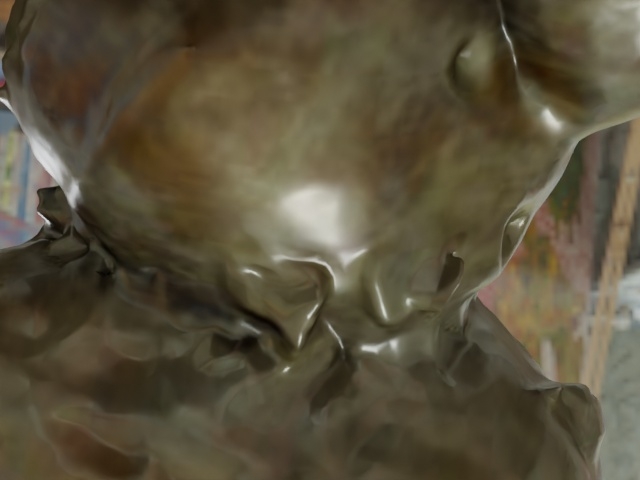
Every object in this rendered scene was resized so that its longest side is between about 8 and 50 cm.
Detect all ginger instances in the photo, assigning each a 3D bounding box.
[{"bbox_3d":[0.000,0.000,0.465,0.244,0.304,0.155,13,-164,-3],"label":"ginger"}]
